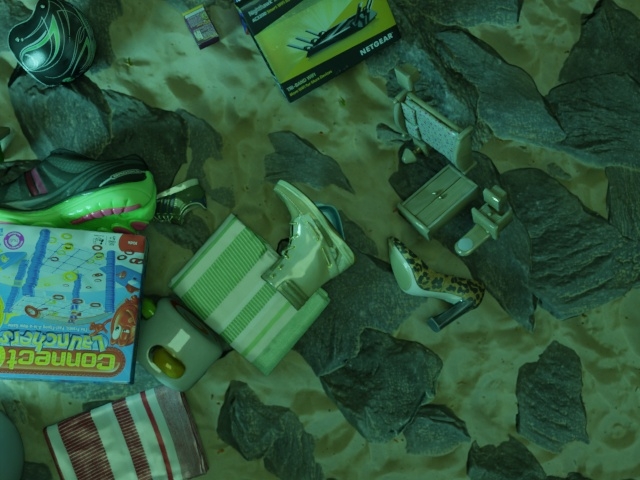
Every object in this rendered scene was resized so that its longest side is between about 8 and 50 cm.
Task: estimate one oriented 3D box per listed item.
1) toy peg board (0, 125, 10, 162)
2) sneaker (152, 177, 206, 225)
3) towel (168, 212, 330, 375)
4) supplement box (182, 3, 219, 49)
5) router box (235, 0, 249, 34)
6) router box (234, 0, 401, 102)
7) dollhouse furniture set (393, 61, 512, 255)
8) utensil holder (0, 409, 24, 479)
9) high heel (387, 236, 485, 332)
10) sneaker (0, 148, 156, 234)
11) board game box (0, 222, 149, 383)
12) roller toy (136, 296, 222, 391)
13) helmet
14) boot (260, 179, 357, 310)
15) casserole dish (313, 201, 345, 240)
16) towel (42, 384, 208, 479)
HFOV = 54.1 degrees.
[{"bbox_3d":[-0.788,-0.190,1.367,0.161,0.161,0.079,5,120,1],"label":"toy peg board"},{"bbox_3d":[-0.354,-0.069,1.459,0.192,0.064,0.086,-28,89,-9],"label":"sneaker"},{"bbox_3d":[-0.169,0.127,1.503,0.325,0.038,0.248,42,86,-7],"label":"towel"},{"bbox_3d":[-0.281,-0.502,1.475,0.055,0.043,0.083,-27,93,-7],"label":"supplement box"},{"bbox_3d":[-0.084,-0.694,1.479,0.301,0.082,0.335,-19,93,-7],"label":"router box"},{"bbox_3d":[-0.001,-0.500,1.429,0.309,0.081,0.243,-31,122,1],"label":"router box"},{"bbox_3d":[0.253,-0.159,1.388,0.174,0.355,0.303,-41,57,-6],"label":"dollhouse furniture set"},{"bbox_3d":[-0.807,0.502,1.247,0.328,0.385,0.327,0,91,-7],"label":"utensil holder"},{"bbox_3d":[0.287,0.074,1.552,0.186,0.093,0.261,-29,86,-24],"label":"high heel"},{"bbox_3d":[-0.597,-0.090,1.396,0.483,0.185,0.202,-5,53,1],"label":"sneaker"},{"bbox_3d":[-0.521,0.131,1.268,0.308,0.086,0.302,5,73,-11],"label":"board game box"},{"bbox_3d":[-0.328,0.238,1.401,0.146,0.191,0.209,-48,56,-5],"label":"roller toy"},{"bbox_3d":[-0.578,-0.439,1.379,0.161,0.169,0.169,-34,95,10],"label":"helmet"},{"bbox_3d":[-0.068,0.011,1.450,0.203,0.095,0.262,-41,100,-5],"label":"boot"},{"bbox_3d":[0.000,0.000,1.522,0.114,0.037,0.188,-13,93,-7],"label":"casserole dish"},{"bbox_3d":[-0.452,0.491,1.469,0.329,0.037,0.237,-19,92,-7],"label":"towel"}]
